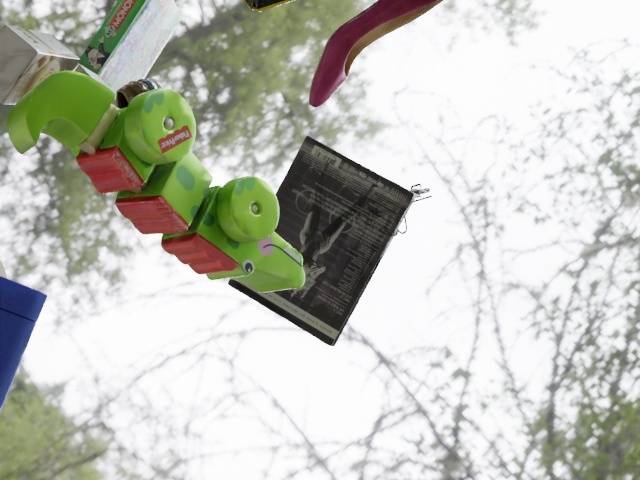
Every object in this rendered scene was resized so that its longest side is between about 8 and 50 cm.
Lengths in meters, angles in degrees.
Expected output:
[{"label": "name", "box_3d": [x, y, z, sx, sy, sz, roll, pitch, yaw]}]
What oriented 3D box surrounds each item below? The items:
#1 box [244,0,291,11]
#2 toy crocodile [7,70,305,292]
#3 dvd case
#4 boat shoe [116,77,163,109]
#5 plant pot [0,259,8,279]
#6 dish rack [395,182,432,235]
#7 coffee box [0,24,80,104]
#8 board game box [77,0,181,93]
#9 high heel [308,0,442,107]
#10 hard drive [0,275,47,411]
[{"label": "box", "box_3d": [0.001, -0.435, 1.340, 0.257, 0.322, 0.079, 56, -23, 25]}, {"label": "toy crocodile", "box_3d": [-0.142, -0.043, 1.031, 0.115, 0.105, 0.340, -6, -38, 41]}, {"label": "dvd case", "box_3d": [0.000, 0.000, 1.395, 0.164, 0.018, 0.221, 30, -86, 16]}, {"label": "boat shoe", "box_3d": [-0.231, -0.113, 1.393, 0.066, 0.066, 0.183, 3, -75, 43]}, {"label": "plant pot", "box_3d": [-0.616, 0.074, 1.928, 0.109, 0.096, 0.109, 22, -37, 18]}, {"label": "dish rack", "box_3d": [0.025, -0.020, 1.565, 0.271, 0.208, 0.074, -18, -96, 56]}, {"label": "coffee box", "box_3d": [-0.642, -0.380, 2.393, 0.098, 0.246, 0.141, 39, -79, 3]}, {"label": "board game box", "box_3d": [-0.349, -0.377, 2.040, 0.046, 0.214, 0.317, 31, -4, 0]}, {"label": "high heel", "box_3d": [0.079, -0.283, 1.573, 0.117, 0.082, 0.244, 29, -89, 5]}, {"label": "hard drive", "box_3d": [-0.417, 0.162, 1.025, 0.210, 0.319, 0.040, 24, -14, -20]}]
